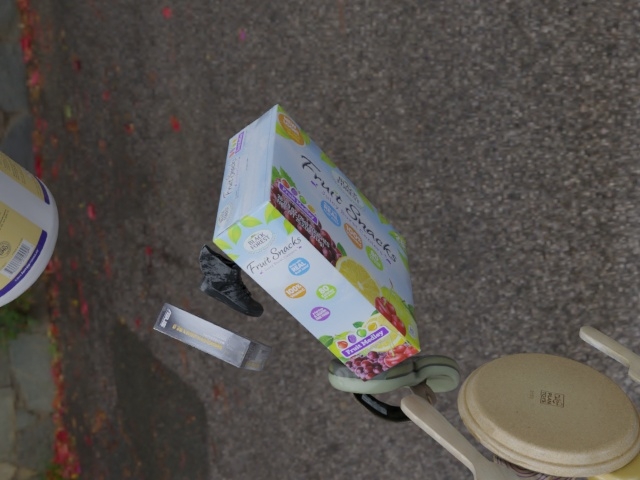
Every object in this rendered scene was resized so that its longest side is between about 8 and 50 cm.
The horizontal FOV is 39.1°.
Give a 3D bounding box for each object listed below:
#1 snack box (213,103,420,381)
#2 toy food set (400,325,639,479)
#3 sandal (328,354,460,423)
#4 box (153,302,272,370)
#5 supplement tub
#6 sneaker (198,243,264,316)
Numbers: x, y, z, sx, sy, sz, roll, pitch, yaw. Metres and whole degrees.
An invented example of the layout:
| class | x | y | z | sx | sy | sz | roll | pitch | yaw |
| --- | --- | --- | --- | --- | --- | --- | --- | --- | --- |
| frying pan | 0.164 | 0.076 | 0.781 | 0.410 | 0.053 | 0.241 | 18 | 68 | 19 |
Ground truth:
| class | x | y | z | sx | sy | sz | roll | pitch | yaw |
| --- | --- | --- | --- | --- | --- | --- | --- | --- | --- |
| snack box | 0.000 | 0.000 | 0.830 | 0.070 | 0.207 | 0.174 | -33 | 28 | 21 |
| toy food set | 0.156 | 0.124 | 0.608 | 0.132 | 0.192 | 0.038 | 39 | 135 | 47 |
| sandal | 0.089 | 0.189 | 1.135 | 0.120 | 0.303 | 0.086 | -5 | 82 | 25 |
| box | -0.204 | 0.193 | 1.765 | 0.231 | 0.183 | 0.056 | 55 | -121 | -78 |
| supplement tub | -0.561 | -0.059 | 1.278 | 0.241 | 0.331 | 0.241 | -11 | 61 | 20 |
| sneaker | -0.176 | 0.082 | 1.809 | 0.089 | 0.170 | 0.051 | -61 | 9 | 14 |
